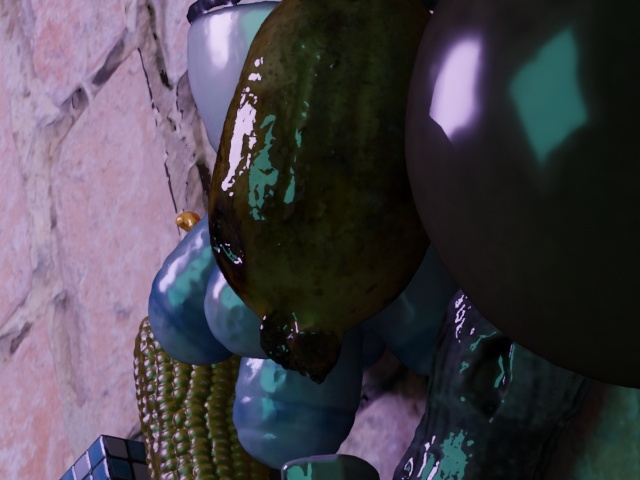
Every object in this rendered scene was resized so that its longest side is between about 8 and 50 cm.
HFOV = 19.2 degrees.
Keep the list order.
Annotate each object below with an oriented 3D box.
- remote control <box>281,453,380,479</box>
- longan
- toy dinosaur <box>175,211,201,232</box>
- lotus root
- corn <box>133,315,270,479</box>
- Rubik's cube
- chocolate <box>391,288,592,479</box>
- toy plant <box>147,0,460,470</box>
[{"bbox_3d":[0.029,0.312,1.219,0.050,0.145,0.344,-10,78,10],"label":"remote control"},{"bbox_3d":[0.192,-0.061,1.068,0.297,0.297,0.297,-24,59,46],"label":"longan"},{"bbox_3d":[-0.044,-0.047,1.557,0.117,0.070,0.288,40,113,40],"label":"toy dinosaur"},{"bbox_3d":[0.007,-0.041,1.177,0.145,0.128,0.260,6,81,19],"label":"lotus root"},{"bbox_3d":[-0.090,0.174,1.506,0.101,0.101,0.310,-39,51,38],"label":"corn"},{"bbox_3d":[-0.161,0.229,1.578,0.092,0.092,0.092,-47,43,32],"label":"Rubik's cube"},{"bbox_3d":[0.112,0.124,1.253,0.110,0.110,0.248,29,101,53],"label":"chocolate"},{"bbox_3d":[0.000,0.000,1.354,0.247,0.247,0.332,-6,76,52],"label":"toy plant"}]
